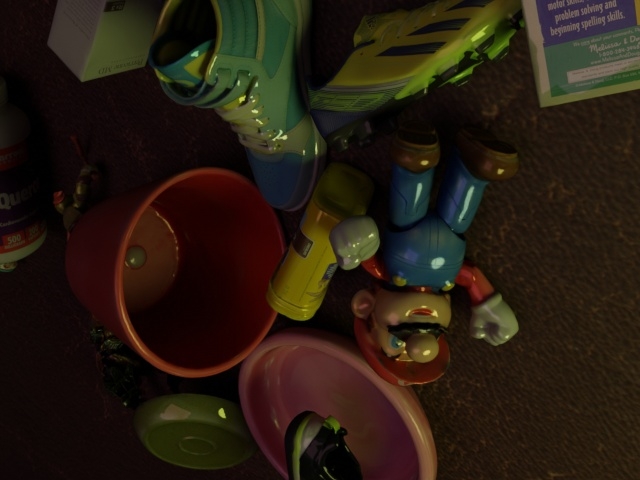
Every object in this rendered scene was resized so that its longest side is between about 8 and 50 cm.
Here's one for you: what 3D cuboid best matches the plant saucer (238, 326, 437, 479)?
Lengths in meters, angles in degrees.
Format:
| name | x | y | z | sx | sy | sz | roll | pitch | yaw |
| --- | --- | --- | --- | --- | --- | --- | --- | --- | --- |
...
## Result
| name | x | y | z | sx | sy | sz | roll | pitch | yaw |
| --- | --- | --- | --- | --- | --- | --- | --- | --- | --- |
| plant saucer | 0.028 | 0.266 | 0.946 | 0.332 | 0.084 | 0.332 | 17 | 122 | 28 |

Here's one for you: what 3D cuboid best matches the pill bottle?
| name | x | y | z | sx | sy | sz | roll | pitch | yaw |
| --- | --- | --- | --- | --- | --- | --- | --- | --- | --- |
| pill bottle | -0.606 | -0.127 | 1.136 | 0.181 | 0.181 | 0.323 | 24 | 126 | 25 |

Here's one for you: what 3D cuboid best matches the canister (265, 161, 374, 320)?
| name | x | y | z | sx | sy | sz | roll | pitch | yaw |
| --- | --- | --- | --- | --- | --- | --- | --- | --- | --- |
| canister | 0.000 | 0.000 | 0.793 | 0.073 | 0.126 | 0.170 | 26 | 127 | -1 |

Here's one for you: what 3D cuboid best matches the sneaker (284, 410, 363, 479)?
| name | x | y | z | sx | sy | sz | roll | pitch | yaw |
| --- | --- | --- | --- | --- | --- | --- | --- | --- | --- |
| sneaker | 0.012 | 0.349 | 0.889 | 0.097 | 0.084 | 0.235 | 4 | 116 | 34 |

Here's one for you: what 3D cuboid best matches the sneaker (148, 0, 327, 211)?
| name | x | y | z | sx | sy | sz | roll | pitch | yaw |
| --- | --- | --- | --- | --- | --- | --- | --- | --- | --- |
| sneaker | -0.098 | -0.155 | 0.724 | 0.127 | 0.208 | 0.319 | 10 | 120 | 32 |

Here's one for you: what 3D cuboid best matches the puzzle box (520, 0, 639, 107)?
| name | x | y | z | sx | sy | sz | roll | pitch | yaw |
| --- | --- | --- | --- | --- | --- | --- | --- | --- | --- |
| puzzle box | 0.328 | -0.263 | 0.411 | 0.408 | 0.052 | 0.272 | -6 | 111 | 29 |

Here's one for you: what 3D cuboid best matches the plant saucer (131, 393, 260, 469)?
| name | x | y | z | sx | sy | sz | roll | pitch | yaw |
| --- | --- | --- | --- | --- | --- | --- | --- | --- | --- |
| plant saucer | -0.216 | 0.348 | 1.116 | 0.240 | 0.037 | 0.241 | 2 | 135 | 2 |

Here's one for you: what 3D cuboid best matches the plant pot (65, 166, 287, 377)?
| name | x | y | z | sx | sy | sz | roll | pitch | yaw |
| --- | --- | --- | --- | --- | --- | --- | --- | --- | --- |
| plant pot | -0.221 | 0.034 | 0.903 | 0.243 | 0.275 | 0.275 | 5 | 117 | 46 |

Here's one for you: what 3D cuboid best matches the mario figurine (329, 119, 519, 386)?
| name | x | y | z | sx | sy | sz | roll | pitch | yaw |
| --- | --- | --- | --- | --- | --- | --- | --- | --- | --- |
| mario figurine | 0.122 | 0.044 | 0.699 | 0.198 | 0.170 | 0.321 | 22 | 124 | 24 |

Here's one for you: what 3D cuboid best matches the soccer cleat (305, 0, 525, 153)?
| name | x | y | z | sx | sy | sz | roll | pitch | yaw |
| --- | --- | --- | --- | --- | --- | --- | --- | --- | --- |
| soccer cleat | 0.089 | -0.197 | 0.643 | 0.289 | 0.093 | 0.121 | -29 | 83 | 41 |

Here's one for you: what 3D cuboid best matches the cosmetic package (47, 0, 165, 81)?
| name | x | y | z | sx | sy | sz | roll | pitch | yaw |
| --- | --- | --- | --- | --- | --- | --- | --- | --- | --- |
| cosmetic package | -0.260 | -0.324 | 0.815 | 0.085 | 0.117 | 0.231 | 46 | 133 | 9 |

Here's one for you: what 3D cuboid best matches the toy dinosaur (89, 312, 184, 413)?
| name | x | y | z | sx | sy | sz | roll | pitch | yaw |
| --- | --- | --- | --- | --- | --- | --- | --- | --- | --- |
| toy dinosaur | -0.355 | 0.217 | 1.194 | 0.218 | 0.164 | 0.322 | 16 | 142 | 47 |

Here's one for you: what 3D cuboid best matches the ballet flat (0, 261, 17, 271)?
| name | x | y | z | sx | sy | sz | roll | pitch | yaw |
| --- | --- | --- | --- | --- | --- | --- | --- | --- | --- |
| ballet flat | -0.752 | -0.018 | 1.378 | 0.241 | 0.091 | 0.077 | 29 | 106 | 17 |

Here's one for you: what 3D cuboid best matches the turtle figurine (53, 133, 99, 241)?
| name | x | y | z | sx | sy | sz | roll | pitch | yaw |
| --- | --- | --- | --- | --- | --- | --- | --- | --- | --- |
| turtle figurine | -0.391 | -0.030 | 1.092 | 0.217 | 0.087 | 0.270 | 35 | 130 | 16 |
